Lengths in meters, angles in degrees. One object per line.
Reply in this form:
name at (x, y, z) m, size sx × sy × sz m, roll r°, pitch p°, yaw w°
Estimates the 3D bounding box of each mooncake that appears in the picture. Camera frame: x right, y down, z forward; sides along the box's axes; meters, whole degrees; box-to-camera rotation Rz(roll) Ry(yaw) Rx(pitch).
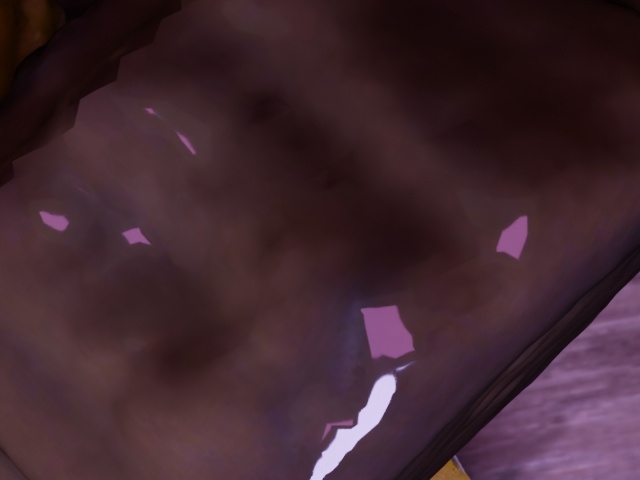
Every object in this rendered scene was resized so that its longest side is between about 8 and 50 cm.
mooncake at (0.002, 0.000, 0.711) m, size 0.187 × 0.324 × 0.324 m, roll 46°, pitch 103°, yaw 11°

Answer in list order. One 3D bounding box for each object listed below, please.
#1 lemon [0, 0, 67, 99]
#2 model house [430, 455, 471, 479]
lemon at (-0.254, -0.071, 0.732) m, size 0.320 × 0.245 × 0.245 m, roll -1°, pitch 107°, yaw 4°
model house at (0.012, 0.203, 0.895) m, size 0.219 × 0.136 × 0.207 m, roll -42°, pitch 64°, yaw -3°
